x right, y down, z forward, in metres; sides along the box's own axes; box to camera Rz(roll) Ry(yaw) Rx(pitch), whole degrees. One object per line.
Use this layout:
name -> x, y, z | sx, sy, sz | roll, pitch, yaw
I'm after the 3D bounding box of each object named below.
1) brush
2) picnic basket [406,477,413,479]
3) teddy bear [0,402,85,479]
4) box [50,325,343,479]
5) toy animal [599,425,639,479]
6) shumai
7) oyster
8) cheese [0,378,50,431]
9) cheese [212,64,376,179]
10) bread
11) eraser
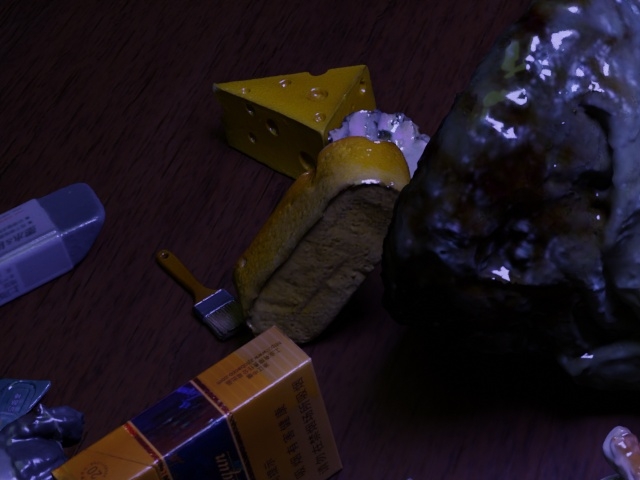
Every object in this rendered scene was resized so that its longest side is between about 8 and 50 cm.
brush -> -0.129, 0.052, 1.586 | 0.043, 0.014, 0.170 | -30, 43, -19
picnic basket -> 0.077, 0.244, 1.284 | 0.083, 0.065, 0.083 | -13, 26, 36
teddy bear -> -0.304, 0.267, 1.325 | 0.251, 0.144, 0.171 | -19, 74, -28
box -> -0.103, 0.200, 1.311 | 0.237, 0.152, 0.070 | -34, 45, -21
toy animal -> 0.333, 0.232, 1.195 | 0.183, 0.104, 0.185 | -10, 37, -6
shumai -> 0.264, 0.002, 1.330 | 0.348, 0.395, 0.395 | 39, 60, 14
oyster -> 0.061, -0.063, 1.615 | 0.132, 0.072, 0.209 | 16, 43, -16
cheese -> -0.313, 0.184, 1.483 | 0.067, 0.026, 0.121 | 2, 43, 17
cheese -> -0.039, -0.137, 1.708 | 0.171, 0.093, 0.126 | 9, 47, 26
bread -> 0.000, 0.000, 1.459 | 0.102, 0.245, 0.094 | 18, 39, -25
eraser -> -0.397, 0.043, 1.637 | 0.352, 0.061, 0.089 | -26, 42, -13
